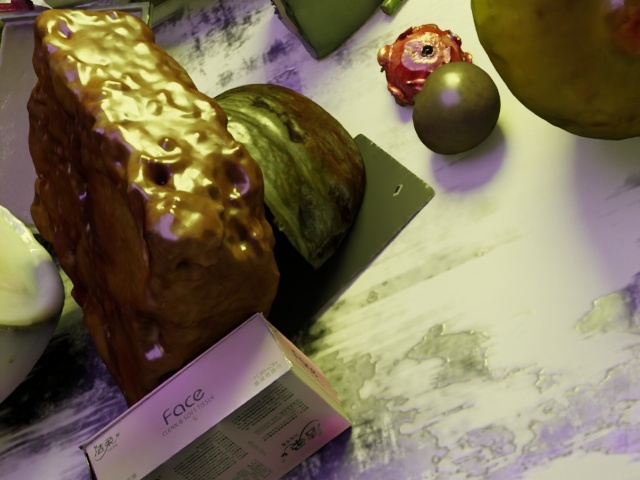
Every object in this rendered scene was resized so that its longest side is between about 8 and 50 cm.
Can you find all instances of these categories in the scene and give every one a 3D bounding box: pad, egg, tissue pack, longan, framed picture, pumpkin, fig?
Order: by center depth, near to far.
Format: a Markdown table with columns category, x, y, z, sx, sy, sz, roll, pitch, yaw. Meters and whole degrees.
| category | x | y | z | sx | sy | sz | roll | pitch | yaw |
| --- | --- | --- | --- | --- | --- | --- | --- | --- | --- |
| fig | 0.309 | -0.276 | 1.367 | 0.343 | 0.343 | 0.343 | -17 | 53 | 24 |
| tissue pack | -0.110 | 0.209 | 1.425 | 0.246 | 0.148 | 0.092 | -37 | 46 | 4 |
| longan | 0.151 | -0.151 | 1.528 | 0.113 | 0.092 | 0.113 | -7 | 79 | 40 |
| pumpkin | -0.054 | -0.128 | 1.582 | 0.148 | 0.169 | 0.312 | -38 | 48 | -4 |
| pad | 0.000 | 0.000 | 1.586 | 0.265 | 0.009 | 0.159 | -45 | 46 | -2 |
| egg | -0.542 | 0.114 | 1.653 | 0.340 | 0.354 | 0.354 | -52 | 45 | 18 |
| framed picture | -0.358 | -0.164 | 1.828 | 0.247 | 0.022 | 0.335 | -2 | 73 | 16 |

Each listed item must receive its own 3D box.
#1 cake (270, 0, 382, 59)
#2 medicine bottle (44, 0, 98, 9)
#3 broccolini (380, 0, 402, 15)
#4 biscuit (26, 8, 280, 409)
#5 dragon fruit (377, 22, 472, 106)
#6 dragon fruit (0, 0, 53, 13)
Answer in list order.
| category | x | y | z | sx | sy | sz | roll | pitch | yaw |
| --- | --- | --- | --- | --- | --- | --- | --- | --- | --- |
| cake | -0.020 | -0.400 | 1.685 | 0.172 | 0.283 | 0.158 | -36 | 49 | -2 |
| medicine bottle | -0.223 | -0.459 | 1.856 | 0.371 | 0.211 | 0.211 | -14 | 53 | 11 |
| broccolini | 0.156 | -0.385 | 1.714 | 0.051 | 0.054 | 0.239 | 42 | 91 | 21 |
| biscuit | -0.197 | -0.034 | 1.503 | 0.166 | 0.343 | 0.395 | -14 | 52 | -27 |
| dragon fruit | 0.120 | -0.219 | 1.611 | 0.112 | 0.068 | 0.126 | -29 | 50 | 14 |
| dragon fruit | -0.458 | -0.271 | 1.997 | 0.274 | 0.126 | 0.161 | -2 | 50 | 16 |
